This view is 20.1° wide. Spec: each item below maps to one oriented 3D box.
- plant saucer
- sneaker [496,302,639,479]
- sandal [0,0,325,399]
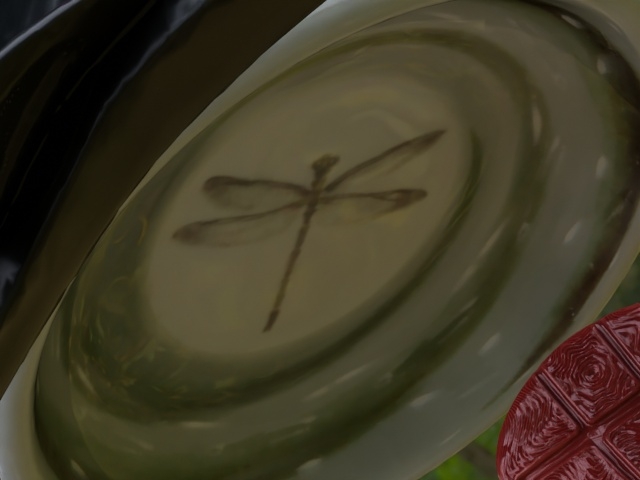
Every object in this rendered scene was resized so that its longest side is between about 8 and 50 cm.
[{"bbox_3d":[0.000,0.000,0.932,0.400,0.100,0.400,-24,-38,-20],"label":"plant saucer"},{"bbox_3d":[0.191,0.066,0.879,0.221,0.087,0.128,-39,-29,6],"label":"sneaker"},{"bbox_3d":[-0.116,-0.059,0.501,0.446,0.167,0.107,-49,-26,-2],"label":"sandal"}]
